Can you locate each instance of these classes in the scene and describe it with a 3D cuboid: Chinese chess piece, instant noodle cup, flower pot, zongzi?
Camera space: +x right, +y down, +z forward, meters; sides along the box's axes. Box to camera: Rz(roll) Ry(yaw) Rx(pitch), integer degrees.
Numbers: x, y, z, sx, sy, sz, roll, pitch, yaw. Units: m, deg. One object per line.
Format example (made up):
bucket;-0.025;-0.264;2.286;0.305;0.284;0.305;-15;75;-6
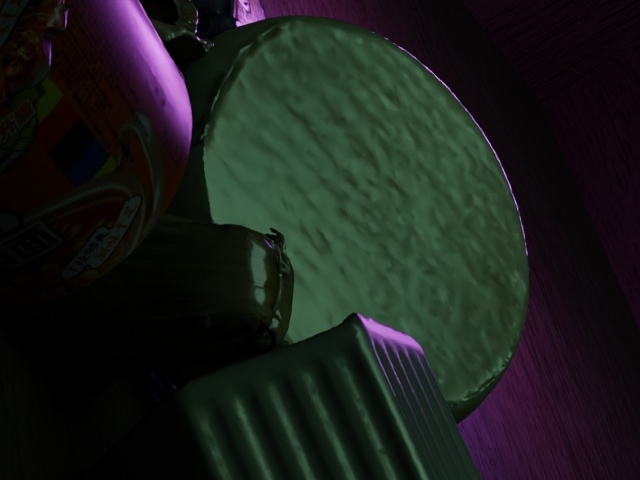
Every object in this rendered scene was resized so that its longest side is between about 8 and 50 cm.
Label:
Chinese chess piece;0.000;0.000;1.415;0.349;0.146;0.349;21;54;-33
instant noodle cup;-0.197;-0.091;1.041;0.192;0.250;0.250;52;15;-51
flower pot;-0.008;0.181;1.148;0.209;0.239;0.190;-6;63;-42
zongzi;-0.131;0.011;1.168;0.197;0.194;0.099;42;52;-37

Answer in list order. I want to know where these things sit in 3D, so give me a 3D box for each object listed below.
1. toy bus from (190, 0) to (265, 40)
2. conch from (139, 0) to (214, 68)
toy bus;-0.102;-0.184;1.780;0.268;0.092;0.106;-93;159;-60
conch;-0.191;-0.204;1.316;0.263;0.186;0.324;31;27;-38
